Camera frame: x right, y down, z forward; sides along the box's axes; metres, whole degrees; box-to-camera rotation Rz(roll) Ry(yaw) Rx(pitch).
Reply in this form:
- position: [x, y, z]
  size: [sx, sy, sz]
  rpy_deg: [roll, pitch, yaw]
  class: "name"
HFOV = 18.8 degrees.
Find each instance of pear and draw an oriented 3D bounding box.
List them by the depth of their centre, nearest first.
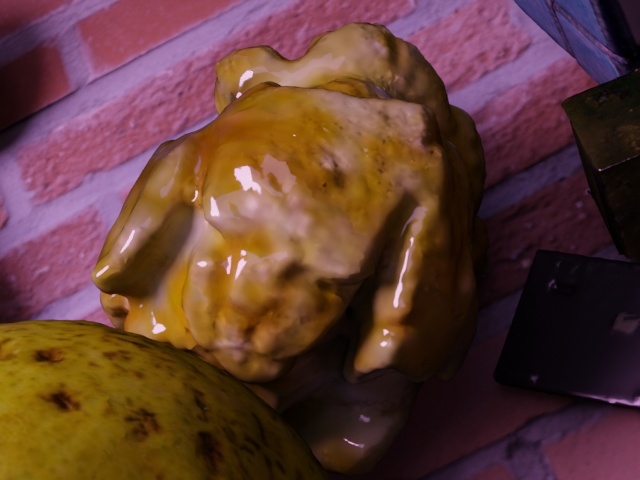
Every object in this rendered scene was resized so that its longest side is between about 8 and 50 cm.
- position: [-0.177, 0.213, 1.066]
  size: [0.391, 0.391, 0.391]
  rpy_deg: [-12, 56, 18]
  class: "pear"

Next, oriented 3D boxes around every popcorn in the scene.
- position: [-0.001, -0.007, 1.187]
  size: [0.276, 0.225, 0.276]
  rpy_deg: [-39, 22, 19]
  class: "popcorn"

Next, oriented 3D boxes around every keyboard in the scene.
- position: [0.254, 0.066, 1.137]
  size: [0.317, 0.027, 0.106]
  rpy_deg: [9, 67, 36]
  class: "keyboard"

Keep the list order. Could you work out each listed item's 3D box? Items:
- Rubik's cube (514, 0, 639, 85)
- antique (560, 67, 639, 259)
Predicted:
- position: [0.206, -0.348, 1.247]
  size: [0.344, 0.337, 0.344]
  rpy_deg: [-40, 50, -3]
  class: "Rubik's cube"
- position: [0.269, -0.077, 1.193]
  size: [0.221, 0.080, 0.081]
  rpy_deg: [-21, 40, 2]
  class: "antique"
